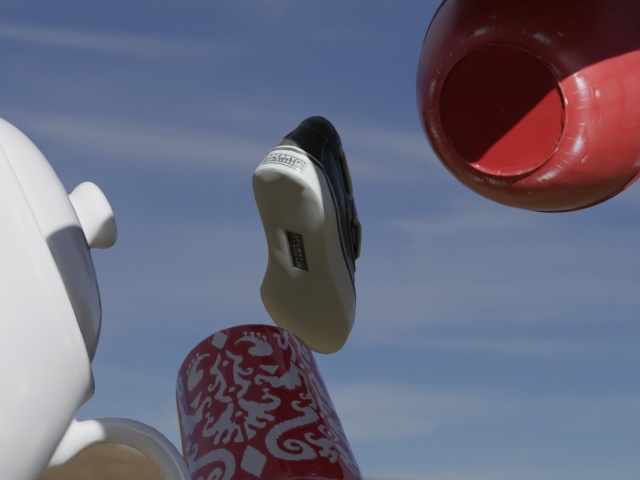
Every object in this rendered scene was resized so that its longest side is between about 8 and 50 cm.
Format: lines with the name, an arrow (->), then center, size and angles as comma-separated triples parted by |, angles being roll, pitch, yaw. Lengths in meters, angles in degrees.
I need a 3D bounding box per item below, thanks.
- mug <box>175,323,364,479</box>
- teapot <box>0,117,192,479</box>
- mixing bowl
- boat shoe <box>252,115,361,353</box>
mug -> -0.033, 0.149, 1.135 | 0.113, 0.150, 0.169 | -3, 34, -11
teapot -> -0.181, 0.028, 0.888 | 0.187, 0.256, 0.252 | -22, 39, -14
mixing bowl -> 0.134, -0.094, 1.253 | 0.181, 0.181, 0.098 | -1, 15, 24
boat shoe -> 0.000, 0.000, 1.440 | 0.077, 0.070, 0.219 | 20, -37, 20
